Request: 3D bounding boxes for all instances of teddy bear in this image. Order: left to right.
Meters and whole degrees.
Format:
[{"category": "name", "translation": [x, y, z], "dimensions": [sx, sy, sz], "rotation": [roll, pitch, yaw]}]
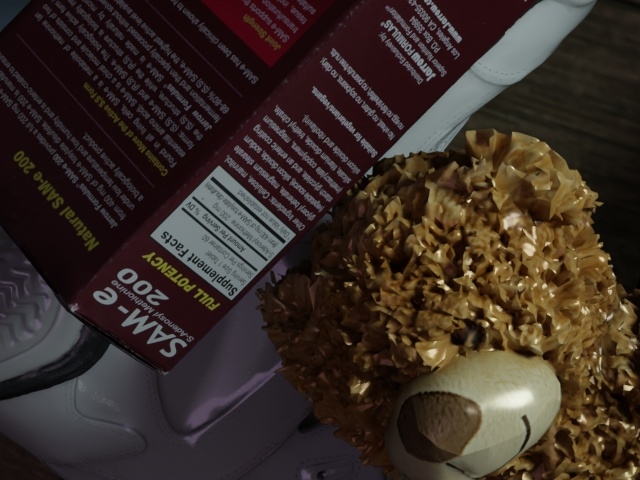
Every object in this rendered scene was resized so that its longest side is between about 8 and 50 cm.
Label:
[{"category": "teddy bear", "translation": [0.126, 0.102, 0.764], "dimensions": [0.245, 0.113, 0.338], "rotation": [0, 142, 38]}]

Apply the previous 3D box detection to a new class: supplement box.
[{"category": "supplement box", "translation": [-0.023, -0.082, 0.711], "dimensions": [0.239, 0.073, 0.130], "rotation": [-45, 52, 2]}]

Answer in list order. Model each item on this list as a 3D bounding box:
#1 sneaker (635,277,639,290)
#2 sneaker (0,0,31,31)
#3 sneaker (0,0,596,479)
[{"category": "sneaker", "translation": [0.249, -0.012, 0.761], "dimensions": [0.136, 0.116, 0.314], "rotation": [41, 123, -6]}, {"category": "sneaker", "translation": [-0.241, -0.014, 0.922], "dimensions": [0.366, 0.150, 0.135], "rotation": [-25, 104, 28]}, {"category": "sneaker", "translation": [0.000, 0.000, 0.851], "dimensions": [0.365, 0.137, 0.210], "rotation": [-32, 122, 10]}]
